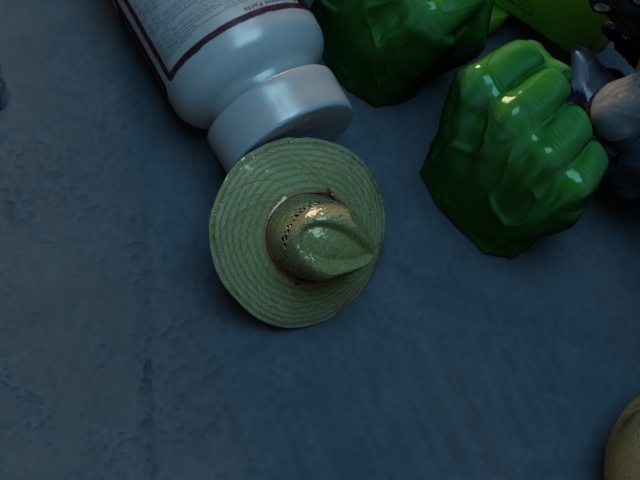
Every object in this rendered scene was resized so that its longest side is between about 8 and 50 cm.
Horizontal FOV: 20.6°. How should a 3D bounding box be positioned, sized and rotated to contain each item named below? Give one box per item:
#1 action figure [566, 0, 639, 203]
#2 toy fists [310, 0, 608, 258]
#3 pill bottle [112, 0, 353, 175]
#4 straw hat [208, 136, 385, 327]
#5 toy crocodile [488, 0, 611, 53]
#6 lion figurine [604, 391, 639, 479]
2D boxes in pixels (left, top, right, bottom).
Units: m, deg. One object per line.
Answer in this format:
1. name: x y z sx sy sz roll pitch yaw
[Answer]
1. action figure: 0.258 -0.098 1.206 0.341 0.330 0.178 37 75 -29
2. toy fists: 0.099 -0.123 1.272 0.096 0.142 0.279 -31 76 -22
3. pill bottle: -0.073 -0.158 1.263 0.121 0.121 0.221 -24 73 -21
4. straw hat: 0.000 0.000 1.198 0.144 0.061 0.144 -7 104 -31
5. toy crocodile: 0.090 -0.256 1.346 0.340 0.115 0.105 31 53 3
6. lion figurine: 0.259 0.224 1.170 0.240 0.142 0.392 -1 52 -4
